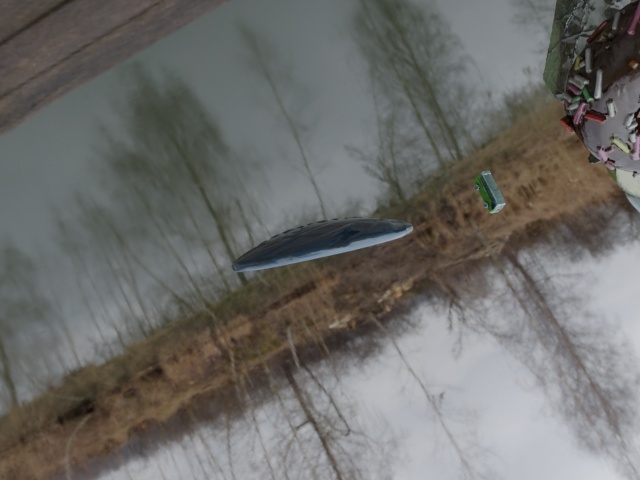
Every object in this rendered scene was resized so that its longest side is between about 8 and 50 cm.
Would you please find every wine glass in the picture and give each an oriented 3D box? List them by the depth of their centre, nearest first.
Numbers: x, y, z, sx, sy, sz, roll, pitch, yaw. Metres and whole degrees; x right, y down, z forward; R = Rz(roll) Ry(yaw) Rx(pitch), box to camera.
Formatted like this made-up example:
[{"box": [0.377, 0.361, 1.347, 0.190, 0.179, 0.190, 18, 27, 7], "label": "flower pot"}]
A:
[{"box": [0.719, -0.120, 1.495, 0.074, 0.262, 0.074, -45, -162, 19], "label": "wine glass"}]

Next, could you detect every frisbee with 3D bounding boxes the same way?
[{"box": [-0.001, -0.005, 1.013, 0.289, 0.049, 0.289, -12, -178, 0], "label": "frisbee"}]

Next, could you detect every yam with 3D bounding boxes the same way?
[{"box": [0.579, -0.416, 1.374, 0.202, 0.201, 0.271, -40, 150, -43], "label": "yam"}]

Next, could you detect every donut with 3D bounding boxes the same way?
[{"box": [0.515, -0.238, 0.987, 0.259, 0.136, 0.345, 8, 145, -14], "label": "donut"}]

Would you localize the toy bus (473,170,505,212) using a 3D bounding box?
[{"box": [0.346, -0.099, 1.341, 0.031, 0.083, 0.037, -10, 159, -33], "label": "toy bus"}]

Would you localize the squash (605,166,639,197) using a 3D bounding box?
[{"box": [0.691, -0.224, 1.432, 0.189, 0.189, 0.260, -31, -155, 17], "label": "squash"}]
